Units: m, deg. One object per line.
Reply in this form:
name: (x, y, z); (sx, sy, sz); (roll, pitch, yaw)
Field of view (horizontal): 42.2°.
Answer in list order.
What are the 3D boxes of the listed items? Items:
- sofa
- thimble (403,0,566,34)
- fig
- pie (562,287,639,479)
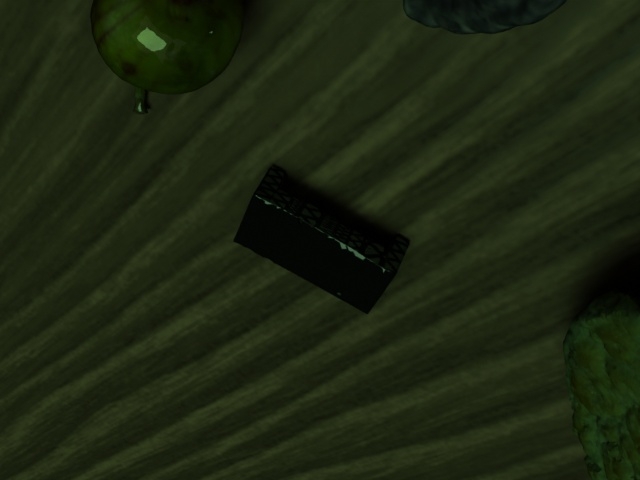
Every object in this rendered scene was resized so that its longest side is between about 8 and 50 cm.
sofa: (0.000, 0.000, 0.610); (0.118, 0.039, 0.060); (28, 138, -1)
thimble: (0.066, -0.167, 0.341); (0.150, 0.098, 0.150); (41, 165, 14)
fig: (-0.115, -0.118, 0.522); (0.093, 0.093, 0.166); (44, 136, -16)
pie: (0.245, 0.143, 0.494); (0.257, 0.105, 0.274); (59, 172, -24)
